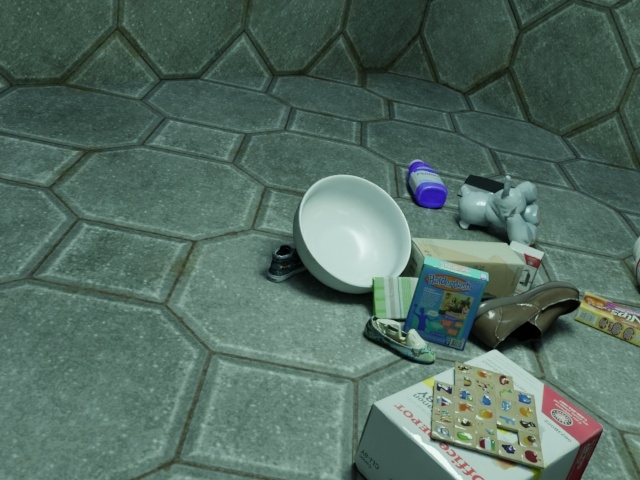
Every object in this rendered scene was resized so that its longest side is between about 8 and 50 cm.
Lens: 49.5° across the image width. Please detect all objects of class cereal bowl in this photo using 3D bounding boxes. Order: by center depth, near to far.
[{"bbox_3d":[0.072,-0.002,1.914,0.338,0.141,0.339,11,59,-20],"label":"cereal bowl"}]

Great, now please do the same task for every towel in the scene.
[{"bbox_3d":[0.205,0.151,1.811,0.151,0.113,0.023,3,-15,-20],"label":"towel"}]

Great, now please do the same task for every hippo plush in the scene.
[{"bbox_3d":[0.588,-0.079,2.345,0.236,0.235,0.294,-6,-3,36],"label":"hippo plush"}]

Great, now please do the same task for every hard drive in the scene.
[{"bbox_3d":[0.668,-0.180,2.665,0.254,0.054,0.172,21,29,15],"label":"hard drive"}]

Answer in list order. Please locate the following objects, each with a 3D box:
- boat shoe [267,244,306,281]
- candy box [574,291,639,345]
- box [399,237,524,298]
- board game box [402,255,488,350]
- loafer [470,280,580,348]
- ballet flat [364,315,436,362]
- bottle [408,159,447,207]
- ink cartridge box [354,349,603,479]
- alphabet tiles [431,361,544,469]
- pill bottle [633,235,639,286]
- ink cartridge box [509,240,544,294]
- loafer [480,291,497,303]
[{"bbox_3d":[-0.075,0.045,1.899,0.065,0.083,0.183,24,29,21],"label":"boat shoe"},{"bbox_3d":[0.832,0.222,1.981,0.186,0.053,0.109,23,29,21],"label":"candy box"},{"bbox_3d":[0.396,0.087,1.955,0.310,0.148,0.121,2,29,-17],"label":"box"},{"bbox_3d":[0.306,0.156,1.713,0.160,0.210,0.047,16,28,5],"label":"board game box"},{"bbox_3d":[0.547,0.211,1.832,0.365,0.134,0.130,-13,59,-23],"label":"loafer"},{"bbox_3d":[0.195,0.235,1.678,0.188,0.070,0.070,21,28,15],"label":"ballet flat"},{"bbox_3d":[0.386,-0.218,2.578,0.118,0.092,0.283,7,28,-9],"label":"bottle"},{"bbox_3d":[0.302,0.391,1.322,0.384,0.161,0.279,-12,36,-39],"label":"ink cartridge box"},{"bbox_3d":[0.306,0.311,1.288,0.198,0.009,0.237,15,27,4],"label":"alphabet tiles"},{"bbox_3d":[1.093,0.119,2.093,0.228,0.229,0.408,12,28,0],"label":"pill bottle"},{"bbox_3d":[0.587,0.084,2.049,0.099,0.135,0.056,22,32,19],"label":"ink cartridge box"},{"bbox_3d":[0.377,0.167,1.863,0.219,0.080,0.078,-2,31,-26],"label":"loafer"}]
